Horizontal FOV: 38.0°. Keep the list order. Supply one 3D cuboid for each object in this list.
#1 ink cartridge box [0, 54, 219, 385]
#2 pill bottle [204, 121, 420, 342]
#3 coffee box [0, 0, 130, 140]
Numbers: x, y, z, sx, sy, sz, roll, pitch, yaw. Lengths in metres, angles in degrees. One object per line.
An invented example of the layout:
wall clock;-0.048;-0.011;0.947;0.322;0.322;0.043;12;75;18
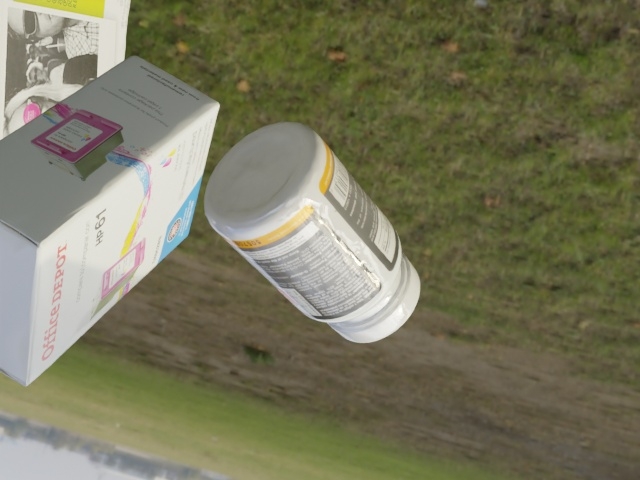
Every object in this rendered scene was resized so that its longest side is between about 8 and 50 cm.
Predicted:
ink cartridge box;-0.103;-0.011;0.398;0.052;0.122;0.088;31;134;11
pill bottle;0.000;0.000;1.118;0.162;0.162;0.278;3;148;40
coffee box;-0.395;-0.226;0.791;0.338;0.338;0.334;9;-176;24
